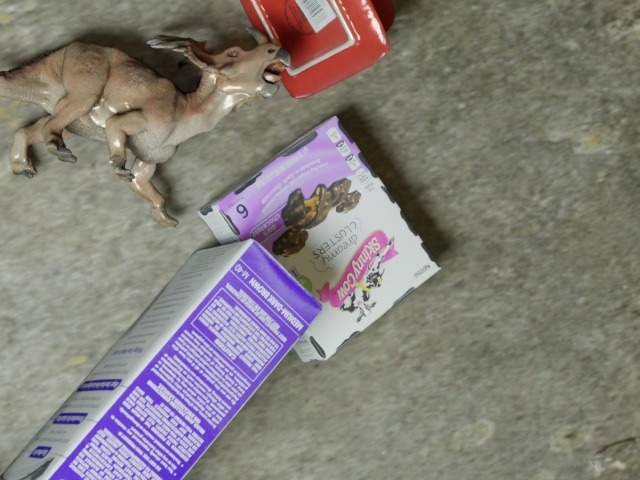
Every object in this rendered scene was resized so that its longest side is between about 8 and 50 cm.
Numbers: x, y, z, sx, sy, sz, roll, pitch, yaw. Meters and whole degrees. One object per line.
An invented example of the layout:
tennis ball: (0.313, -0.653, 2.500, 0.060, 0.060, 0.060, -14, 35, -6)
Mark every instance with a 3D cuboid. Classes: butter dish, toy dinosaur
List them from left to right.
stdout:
toy dinosaur: (-0.196, -0.146, 1.809, 0.295, 0.127, 0.200, 18, 71, -6)
butter dish: (0.013, -0.250, 1.895, 0.118, 0.160, 0.160, -32, 96, -44)

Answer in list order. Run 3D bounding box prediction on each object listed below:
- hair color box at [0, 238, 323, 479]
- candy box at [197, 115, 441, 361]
hair color box: (-0.164, 0.159, 1.750, 0.110, 0.185, 0.339, 46, 72, -12)
candy box: (0.000, 0.000, 1.888, 0.165, 0.070, 0.196, -38, 98, -20)
